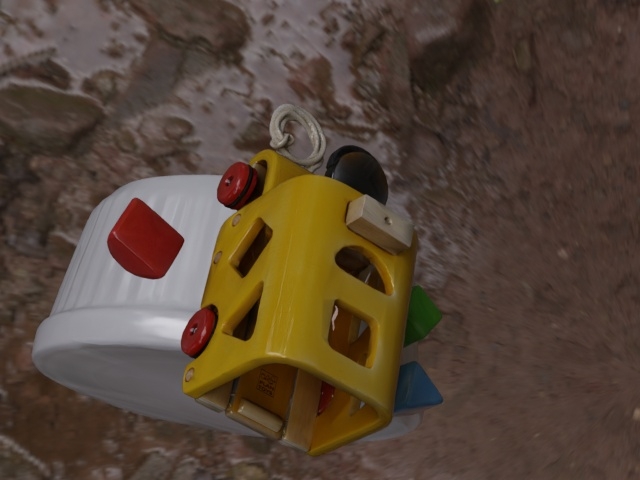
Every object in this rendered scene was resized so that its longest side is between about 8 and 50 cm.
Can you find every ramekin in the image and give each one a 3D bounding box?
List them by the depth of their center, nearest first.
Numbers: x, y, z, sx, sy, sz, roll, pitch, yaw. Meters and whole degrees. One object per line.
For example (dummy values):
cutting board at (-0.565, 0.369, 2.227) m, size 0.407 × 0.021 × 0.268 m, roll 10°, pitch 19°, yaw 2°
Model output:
ramekin at (-0.055, 0.050, 1.029) m, size 0.273 × 0.273 × 0.127 m, roll 6°, pitch 72°, yaw 13°

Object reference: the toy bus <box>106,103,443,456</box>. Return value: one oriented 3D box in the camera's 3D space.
toy bus at (0.002, 0.012, 0.801) m, size 0.104 × 0.191 × 0.202 m, roll -29°, pitch 85°, yaw 45°
